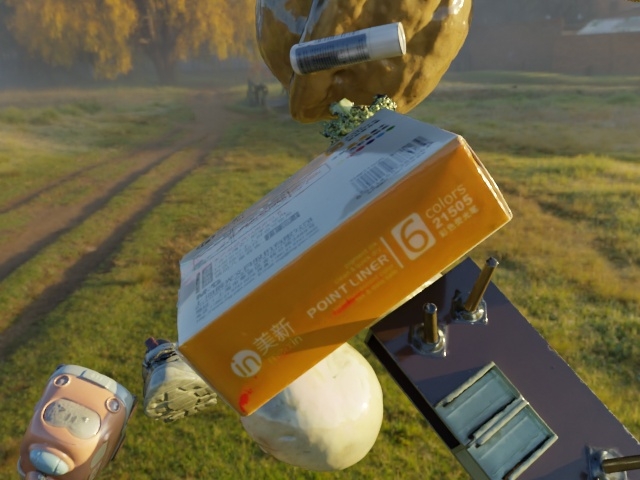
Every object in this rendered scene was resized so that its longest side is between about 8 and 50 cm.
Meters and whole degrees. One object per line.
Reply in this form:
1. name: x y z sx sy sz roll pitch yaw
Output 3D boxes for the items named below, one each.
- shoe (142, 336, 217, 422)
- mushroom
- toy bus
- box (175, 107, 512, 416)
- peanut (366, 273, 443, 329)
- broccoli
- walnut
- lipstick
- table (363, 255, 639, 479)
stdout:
1. shoe: -0.209 0.188 0.899 0.099 0.126 0.228 -17 -20 -13
2. mushroom: -0.030 0.347 1.432 0.352 0.326 0.353 10 -15 3
3. toy bus: -0.532 0.419 1.315 0.194 0.288 0.232 27 34 -2
4. box: 0.000 0.000 0.561 0.273 0.091 0.221 -36 20 4
5. peanut: 0.218 0.156 1.603 0.386 0.193 0.169 2 1 -36
6. broccoli: 0.053 -0.163 0.841 0.097 0.092 0.095 -44 -8 16
7. walnut: 0.071 -0.378 1.043 0.383 0.384 0.384 -3 16 1
8. lipstick: 0.032 -0.234 0.764 0.141 0.040 0.040 -6 15 19
9. table: 0.161 0.126 0.500 0.121 0.111 0.240 -33 71 -19
